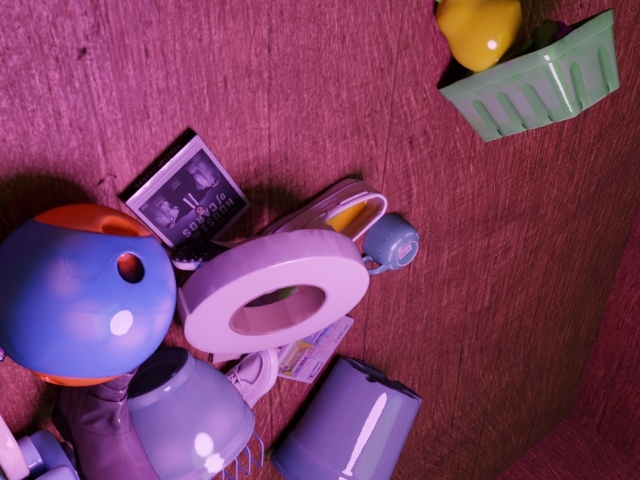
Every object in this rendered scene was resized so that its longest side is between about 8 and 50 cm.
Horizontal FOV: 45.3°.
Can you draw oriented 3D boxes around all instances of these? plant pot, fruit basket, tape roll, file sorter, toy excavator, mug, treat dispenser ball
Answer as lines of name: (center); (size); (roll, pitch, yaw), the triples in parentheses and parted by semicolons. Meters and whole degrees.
plant pot: (-0.306, 0.340, 1.548); (0.293, 0.293, 0.196); (-33, 113, -25)
fruit basket: (0.416, -0.425, 1.678); (0.283, 0.392, 0.392); (-32, 139, -26)
tape roll: (-0.094, 0.112, 1.547); (0.392, 0.072, 0.392); (-17, 152, -9)
file sorter: (-0.237, 0.540, 1.902); (0.170, 0.104, 0.118); (-23, 134, -33)
toy excavator: (-0.527, 0.417, 1.353); (0.222, 0.433, 0.445); (-29, 166, -29)
mug: (0.181, 0.021, 1.930); (0.129, 0.097, 0.157); (-2, 121, -47)
treat dispenser ball: (-0.375, 0.085, 1.214); (0.288, 0.288, 0.288); (-28, 137, -30)
plant pot: (0.089, 0.516, 2.080); (0.341, 0.341, 0.334); (27, 90, -53)

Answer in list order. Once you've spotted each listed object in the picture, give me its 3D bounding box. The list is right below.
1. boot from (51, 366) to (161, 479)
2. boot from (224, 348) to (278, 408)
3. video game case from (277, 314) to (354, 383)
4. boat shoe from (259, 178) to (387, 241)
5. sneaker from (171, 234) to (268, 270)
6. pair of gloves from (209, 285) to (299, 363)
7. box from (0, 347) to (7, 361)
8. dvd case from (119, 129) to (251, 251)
boot: (-0.368, 0.310, 1.367); (0.118, 0.338, 0.222); (-4, 124, -51)
boot: (-0.196, 0.338, 1.759); (0.123, 0.095, 0.258); (-7, 139, -41)
video game case: (-0.023, 0.267, 1.977); (0.212, 0.023, 0.193); (-55, 144, 5)
boat shoe: (0.004, 0.006, 1.653); (0.367, 0.156, 0.135); (-35, 125, -21)
sneaker: (-0.181, 0.041, 1.505); (0.237, 0.085, 0.086); (-4, 119, -37)
pair of gloves: (-0.140, 0.178, 1.759); (0.204, 0.042, 0.240); (-1, 119, -47)
box: (-0.576, 0.135, 1.184); (0.162, 0.116, 0.029); (25, 98, -54)
dvd case: (-0.246, -0.073, 1.445); (0.179, 0.029, 0.238); (-46, 143, -8)
